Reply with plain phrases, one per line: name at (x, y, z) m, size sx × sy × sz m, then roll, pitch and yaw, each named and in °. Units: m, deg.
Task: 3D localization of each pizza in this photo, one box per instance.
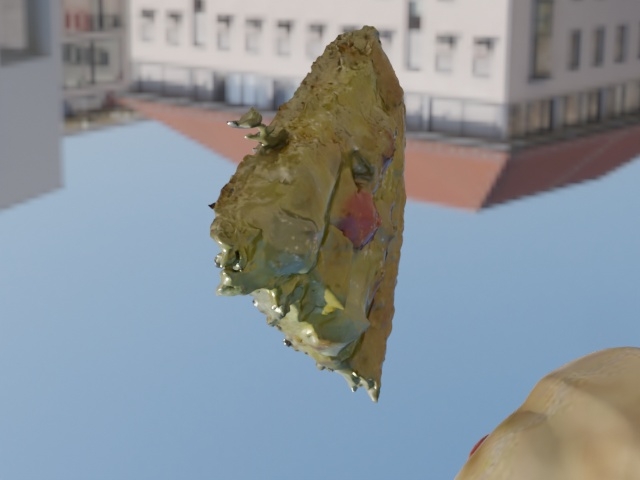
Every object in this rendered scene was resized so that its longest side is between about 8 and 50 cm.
pizza at (0.000, 0.000, 1.036) m, size 0.075 × 0.279 × 0.288 m, roll 3°, pitch -168°, yaw 20°

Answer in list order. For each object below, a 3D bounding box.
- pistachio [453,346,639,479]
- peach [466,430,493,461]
pistachio at (0.174, 0.202, 0.666) m, size 0.229 × 0.321 × 0.238 m, roll -19°, pitch 176°, yaw -12°
peach at (0.190, 0.215, 1.390) m, size 0.101 × 0.100 × 0.100 m, roll 1°, pitch -166°, yaw 0°
